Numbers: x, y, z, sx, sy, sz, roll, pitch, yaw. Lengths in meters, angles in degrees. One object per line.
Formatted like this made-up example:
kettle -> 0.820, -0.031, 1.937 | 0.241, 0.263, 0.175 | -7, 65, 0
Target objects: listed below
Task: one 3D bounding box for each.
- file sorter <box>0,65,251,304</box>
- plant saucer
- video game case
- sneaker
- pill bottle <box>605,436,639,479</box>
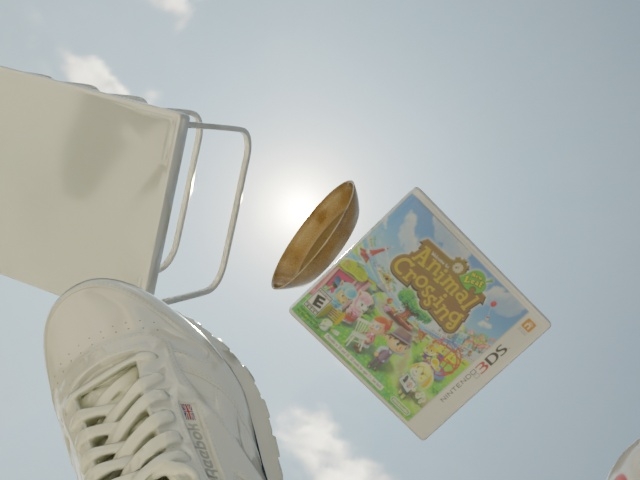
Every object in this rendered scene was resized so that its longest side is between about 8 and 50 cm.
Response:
file sorter -> -0.232, -0.060, 0.894 | 0.278, 0.173, 0.192 | 17, -79, 21
plant saucer -> 0.000, 0.000, 0.550 | 0.015, 0.083, 0.083 | 36, -51, -14
video game case -> 0.107, 0.082, 0.954 | 0.193, 0.023, 0.212 | -44, -83, 8
sneaker -> -0.065, 0.098, 0.374 | 0.090, 0.095, 0.235 | -37, -120, -1
pill bottle -> 0.231, 0.264, 0.369 | 0.210, 0.362, 0.210 | 8, -44, 7
